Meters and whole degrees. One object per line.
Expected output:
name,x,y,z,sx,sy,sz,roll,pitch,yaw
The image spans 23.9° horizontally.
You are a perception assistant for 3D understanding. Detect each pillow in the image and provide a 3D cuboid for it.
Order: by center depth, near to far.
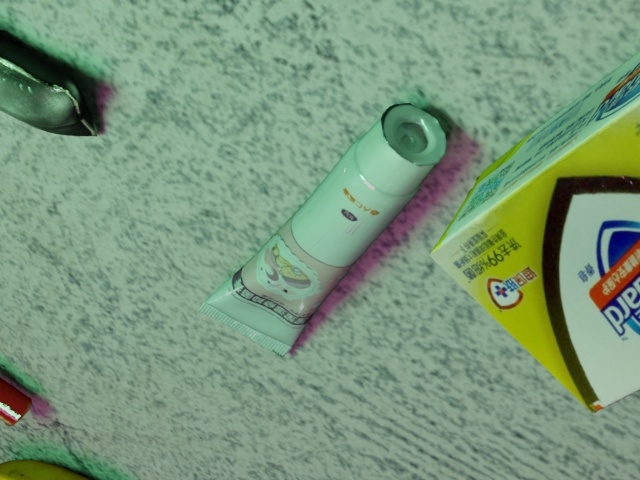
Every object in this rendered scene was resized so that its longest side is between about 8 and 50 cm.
pillow,-0.244,-0.125,1.211,0.136,0.055,0.091,30,141,12

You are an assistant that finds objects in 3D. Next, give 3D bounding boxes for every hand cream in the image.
hand cream,0.000,0.000,1.156,0.085,0.058,0.331,26,146,-11

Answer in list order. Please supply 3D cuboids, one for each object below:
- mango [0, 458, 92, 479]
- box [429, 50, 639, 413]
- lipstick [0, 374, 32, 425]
mango,-0.280,0.295,1.595,0.217,0.102,0.141,-7,99,37
box,0.214,-0.019,0.941,0.168,0.097,0.265,45,139,-7
lipstick,-0.410,0.103,1.537,0.274,0.061,0.068,34,144,5
